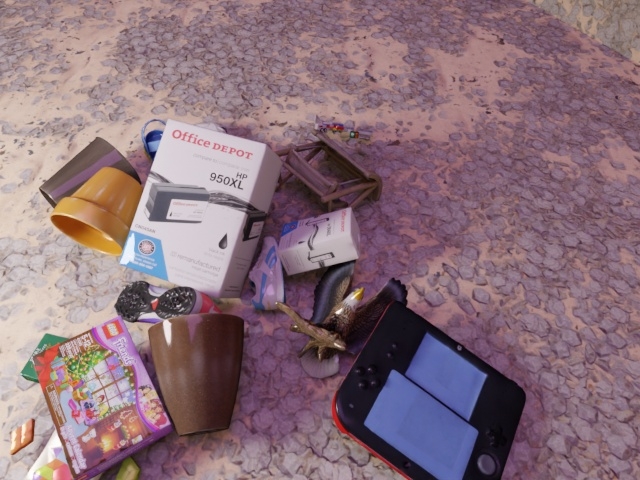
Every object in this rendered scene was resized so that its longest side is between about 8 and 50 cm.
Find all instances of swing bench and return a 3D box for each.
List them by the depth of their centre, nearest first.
[{"bbox_3d":[0.019,-0.195,1.485,0.254,0.165,0.253,-34,60,-26],"label":"swing bench"}]

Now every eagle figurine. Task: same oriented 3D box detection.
[{"bbox_3d":[0.065,0.179,1.215,0.298,0.225,0.227,-31,100,-57],"label":"eagle figurine"}]

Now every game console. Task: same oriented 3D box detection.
[{"bbox_3d":[0.245,0.358,1.078,0.386,0.060,0.342,36,59,5],"label":"game console"}]

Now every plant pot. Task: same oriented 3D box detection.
[{"bbox_3d":[-0.266,0.302,1.082,0.215,0.215,0.231,-6,66,-7],"label":"plant pot"},{"bbox_3d":[-0.586,-0.089,1.334,0.205,0.205,0.188,16,63,10],"label":"plant pot"}]

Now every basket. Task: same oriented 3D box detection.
[{"bbox_3d":[-0.689,-0.170,1.451,0.204,0.154,0.227,37,63,14],"label":"basket"}]

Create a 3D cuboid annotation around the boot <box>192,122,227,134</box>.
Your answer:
[{"bbox_3d":[-0.324,-0.333,1.619,0.258,0.095,0.124,8,59,5],"label":"boot"}]

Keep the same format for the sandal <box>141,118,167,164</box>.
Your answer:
[{"bbox_3d":[-0.484,-0.267,1.539,0.126,0.138,0.317,-28,60,-24],"label":"sandal"}]

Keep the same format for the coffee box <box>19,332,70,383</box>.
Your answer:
[{"bbox_3d":[-0.592,0.294,1.159,0.184,0.040,0.113,11,54,5],"label":"coffee box"}]

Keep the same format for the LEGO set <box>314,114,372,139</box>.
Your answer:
[{"bbox_3d":[0.081,-0.377,1.622,0.182,0.060,0.244,10,19,6],"label":"LEGO set"}]

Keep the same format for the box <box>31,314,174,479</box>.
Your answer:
[{"bbox_3d":[-0.471,0.329,1.056,0.200,0.057,0.293,-26,61,-23],"label":"box"}]

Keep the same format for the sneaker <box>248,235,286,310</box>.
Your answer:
[{"bbox_3d":[-0.147,0.081,1.315,0.092,0.087,0.229,-6,51,-4],"label":"sneaker"}]

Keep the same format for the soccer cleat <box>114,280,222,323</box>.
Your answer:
[{"bbox_3d":[-0.383,0.167,1.206,0.318,0.116,0.109,-2,62,35],"label":"soccer cleat"}]

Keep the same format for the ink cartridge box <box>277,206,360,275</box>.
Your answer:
[{"bbox_3d":[0.000,0.000,1.319,0.203,0.086,0.148,-15,29,12],"label":"ink cartridge box"}]

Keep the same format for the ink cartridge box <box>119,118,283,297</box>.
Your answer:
[{"bbox_3d":[-0.300,-0.080,1.269,0.285,0.166,0.395,17,86,11],"label":"ink cartridge box"}]

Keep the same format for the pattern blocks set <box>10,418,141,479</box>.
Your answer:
[{"bbox_3d":[-0.517,0.457,1.020,0.285,0.026,0.325,10,59,1],"label":"pattern blocks set"}]
